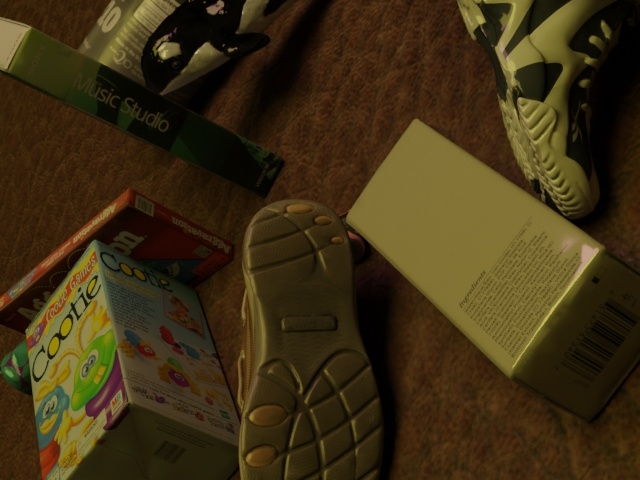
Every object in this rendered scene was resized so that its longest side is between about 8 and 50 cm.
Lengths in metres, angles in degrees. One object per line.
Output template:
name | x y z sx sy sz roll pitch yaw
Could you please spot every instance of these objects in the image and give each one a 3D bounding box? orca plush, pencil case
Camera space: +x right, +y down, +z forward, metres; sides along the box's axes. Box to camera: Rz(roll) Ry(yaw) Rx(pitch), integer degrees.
orca plush | -0.096 -0.286 1.294 0.287 0.102 0.151 -28 31 1
pencil case | -0.352 0.131 1.455 0.151 0.064 0.070 -45 60 22

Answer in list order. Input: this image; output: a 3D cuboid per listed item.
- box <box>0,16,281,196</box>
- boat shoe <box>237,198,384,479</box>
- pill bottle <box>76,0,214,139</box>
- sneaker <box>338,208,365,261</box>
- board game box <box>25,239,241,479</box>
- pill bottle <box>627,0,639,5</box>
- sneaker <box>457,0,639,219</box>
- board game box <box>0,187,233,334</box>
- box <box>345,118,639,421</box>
box | -0.227 -0.155 1.270 0.232 0.322 0.059 26 91 57
boat shoe | -0.015 0.128 0.972 0.116 0.123 0.325 109 163 -64
pill bottle | -0.196 -0.283 1.479 0.283 0.161 0.161 -51 33 14
sneaker | 0.000 0.000 1.102 0.119 0.047 0.057 -16 46 39
board game box | -0.197 0.150 1.155 0.142 0.144 0.275 -50 33 16
pill bottle | 0.269 -0.218 0.728 0.278 0.162 0.162 31 91 35
sneaker | 0.210 -0.144 0.877 0.153 0.094 0.235 -19 71 1
board game box | -0.245 0.048 1.300 0.281 0.145 0.027 -35 40 34
box | 0.132 0.012 0.858 0.113 0.094 0.275 -54 32 9
